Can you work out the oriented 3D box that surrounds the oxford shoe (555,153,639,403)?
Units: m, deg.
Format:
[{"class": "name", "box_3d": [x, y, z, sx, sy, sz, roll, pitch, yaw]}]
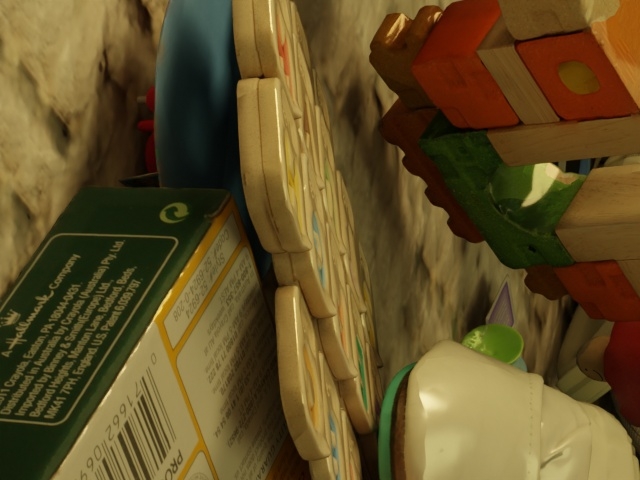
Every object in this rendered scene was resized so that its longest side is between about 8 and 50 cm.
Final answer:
[{"class": "oxford shoe", "box_3d": [0.271, -0.048, 1.523, 0.130, 0.169, 0.449, 38, 54, -6]}]

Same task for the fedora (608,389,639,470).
[{"class": "fedora", "box_3d": [0.320, 0.114, 1.571, 0.124, 0.243, 0.275, 29, 65, -30]}]

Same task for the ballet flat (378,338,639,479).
[{"class": "ballet flat", "box_3d": [0.125, 0.146, 1.093, 0.400, 0.139, 0.139, 59, 39, -68]}]

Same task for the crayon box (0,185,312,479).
[{"class": "crayon box", "box_3d": [-0.069, 0.164, 0.841, 0.203, 0.083, 0.323, -61, 143, -45]}]

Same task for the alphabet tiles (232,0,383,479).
[{"class": "alphabet tiles", "box_3d": [0.000, 0.000, 0.921, 0.284, 0.021, 0.278, 71, 12, -55]}]

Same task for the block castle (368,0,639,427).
[{"class": "block castle", "box_3d": [0.188, -0.125, 1.145, 0.453, 0.213, 0.303, 53, 53, -27]}]

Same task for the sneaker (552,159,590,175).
[{"class": "sneaker", "box_3d": [0.135, -0.105, 1.276, 0.090, 0.081, 0.232, 34, 60, -45]}]

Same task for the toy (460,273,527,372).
[{"class": "toy", "box_3d": [0.146, 0.156, 1.336, 0.137, 0.056, 0.237, -62, 145, -41]}]

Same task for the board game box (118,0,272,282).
[{"class": "board game box", "box_3d": [-0.058, -0.055, 0.908, 0.168, 0.033, 0.133, 43, 49, -65]}]
